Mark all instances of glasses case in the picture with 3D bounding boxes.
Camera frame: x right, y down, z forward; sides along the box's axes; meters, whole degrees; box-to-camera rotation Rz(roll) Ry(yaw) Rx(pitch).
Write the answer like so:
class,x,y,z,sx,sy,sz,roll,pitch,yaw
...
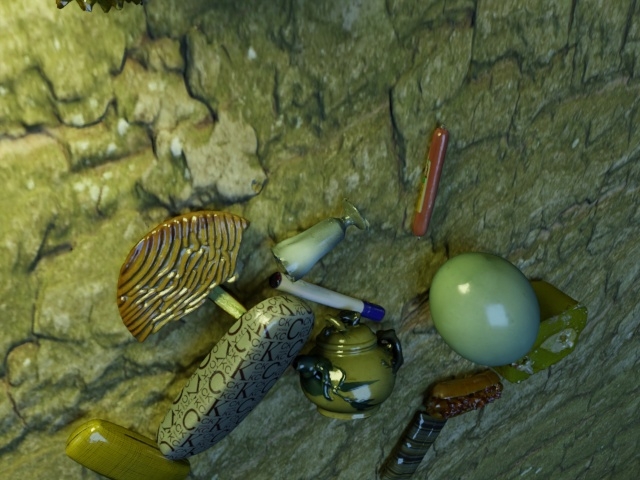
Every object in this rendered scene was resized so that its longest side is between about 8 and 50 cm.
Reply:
class,x,y,z,sx,sy,sz,roll,pitch,yaw
glasses case,-0.140,0.228,0.929,0.354,0.085,0.137,-51,151,17
glasses case,-0.312,0.359,0.937,0.079,0.064,0.234,-40,132,3

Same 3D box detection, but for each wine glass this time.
class,x,y,z,sx,sy,sz,roll,pitch,yaw
wine glass,0.000,0.000,0.919,0.155,0.072,0.072,-35,130,-12

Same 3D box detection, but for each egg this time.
class,x,y,z,sx,sy,sz,roll,pitch,yaw
egg,0.324,0.137,1.124,0.203,0.203,0.282,-45,127,-2

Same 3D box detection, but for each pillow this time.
class,x,y,z,sx,sy,sz,roll,pitch,yaw
pillow,0.233,0.511,1.401,0.113,0.038,0.203,18,106,-39

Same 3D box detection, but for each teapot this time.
class,x,y,z,sx,sy,sz,roll,pitch,yaw
teapot,0.058,0.213,1.038,0.270,0.173,0.182,-10,100,-40

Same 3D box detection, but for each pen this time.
class,x,y,z,sx,sy,sz,roll,pitch,yaw
pen,0.019,0.103,1.019,0.269,0.033,0.033,22,103,-40

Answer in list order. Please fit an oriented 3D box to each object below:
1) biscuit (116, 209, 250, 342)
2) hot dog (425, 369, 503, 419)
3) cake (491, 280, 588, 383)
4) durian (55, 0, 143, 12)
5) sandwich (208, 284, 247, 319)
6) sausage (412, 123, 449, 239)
class,x,y,z,sx,sy,sz,roll,pitch,yaw
biscuit,-0.202,0.055,0.836,0.177,0.031,0.228,16,105,-30
hot dog,0.350,0.380,1.373,0.249,0.076,0.102,-3,122,-33
cake,0.489,0.201,1.311,0.261,0.156,0.179,-22,133,-23
durian,-0.219,-0.342,0.469,0.293,0.258,0.258,37,94,-31
sandwich,-0.152,0.092,0.899,0.083,0.044,0.031,41,86,1
sausage,0.196,-0.100,1.013,0.030,0.029,0.222,-9,121,-29
